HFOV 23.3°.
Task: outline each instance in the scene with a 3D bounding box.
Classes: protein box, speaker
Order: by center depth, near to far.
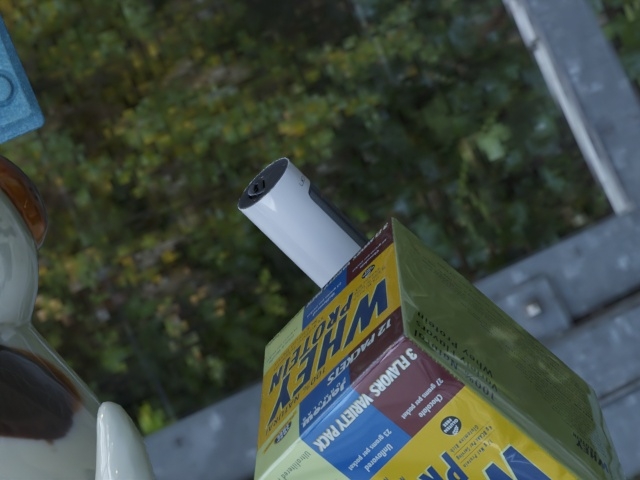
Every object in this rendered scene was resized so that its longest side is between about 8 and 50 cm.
[{"bbox_3d":[0.076,0.125,1.001,0.200,0.136,0.201,40,-164,-13],"label":"protein box"},{"bbox_3d":[0.000,0.000,1.199,0.136,0.055,0.055,44,169,-19],"label":"speaker"}]

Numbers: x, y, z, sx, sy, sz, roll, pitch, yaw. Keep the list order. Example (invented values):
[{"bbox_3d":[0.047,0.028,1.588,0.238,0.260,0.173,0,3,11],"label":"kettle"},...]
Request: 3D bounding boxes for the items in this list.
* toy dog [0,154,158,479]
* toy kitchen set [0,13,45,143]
[{"bbox_3d":[-0.282,0.127,1.110,0.408,0.284,0.395,66,149,19],"label":"toy dog"},{"bbox_3d":[-0.242,-0.087,0.658,0.122,0.207,0.166,10,123,68],"label":"toy kitchen set"}]
